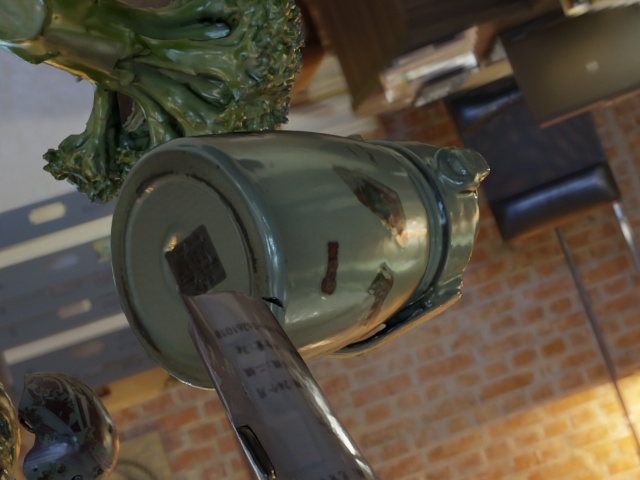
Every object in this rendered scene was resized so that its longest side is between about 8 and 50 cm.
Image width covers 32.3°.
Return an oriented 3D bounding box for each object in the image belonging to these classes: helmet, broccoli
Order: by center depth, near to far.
[{"bbox_3d":[-0.183,-0.233,1.302,0.353,0.275,0.397,-48,145,-20],"label":"broccoli"},{"bbox_3d":[-0.315,0.246,1.418,0.107,0.177,0.153,-14,154,2],"label":"helmet"}]

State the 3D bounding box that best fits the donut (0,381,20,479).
[{"bbox_3d":[-0.576,0.288,1.529,0.170,0.360,0.360,-18,174,31],"label":"donut"}]

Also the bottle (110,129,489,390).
[{"bbox_3d":[0.000,0.000,1.007,0.229,0.229,0.352,-26,172,41],"label":"bottle"}]

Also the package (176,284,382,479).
[{"bbox_3d":[0.005,0.140,0.703,0.062,0.204,0.251,-34,154,3],"label":"package"}]
